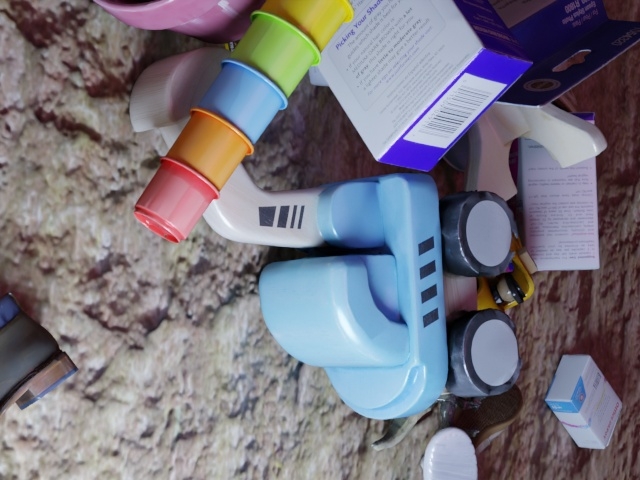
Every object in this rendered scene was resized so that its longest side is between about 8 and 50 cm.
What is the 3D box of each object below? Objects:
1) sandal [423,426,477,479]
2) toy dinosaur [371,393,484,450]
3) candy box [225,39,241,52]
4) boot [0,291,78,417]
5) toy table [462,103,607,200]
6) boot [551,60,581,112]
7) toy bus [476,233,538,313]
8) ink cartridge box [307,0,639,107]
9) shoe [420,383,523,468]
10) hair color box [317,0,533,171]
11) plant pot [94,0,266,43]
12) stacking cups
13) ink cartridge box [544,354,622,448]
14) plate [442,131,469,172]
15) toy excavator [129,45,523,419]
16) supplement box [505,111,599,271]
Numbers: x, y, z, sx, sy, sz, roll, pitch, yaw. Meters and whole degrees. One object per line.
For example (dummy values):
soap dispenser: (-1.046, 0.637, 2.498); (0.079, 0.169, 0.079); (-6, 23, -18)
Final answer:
sandal: (0.162, 0.346, 2.057); (0.102, 0.076, 0.265); (-19, 119, -27)
toy dinosaur: (0.157, 0.203, 2.069); (0.118, 0.064, 0.268); (35, 52, -8)
candy box: (-0.078, -0.289, 1.811); (0.027, 0.105, 0.206); (-20, 102, -48)
boot: (-0.346, 0.140, 1.515); (0.219, 0.082, 0.106); (-35, 92, -40)
toy table: (0.243, -0.150, 2.061); (0.274, 0.252, 0.161); (-31, 95, -27)
boot: (0.351, -0.258, 2.335); (0.213, 0.077, 0.165); (48, 51, -36)
toy bus: (0.235, 0.044, 2.102); (0.202, 0.104, 0.191); (65, 13, 11)
ink cartridge box: (0.204, -0.261, 1.966); (0.324, 0.330, 0.071); (-35, 124, -46)
shoe: (0.205, 0.251, 2.151); (0.076, 0.058, 0.219); (48, 40, 6)
hair color box: (0.073, -0.265, 1.800); (0.110, 0.185, 0.339); (7, 45, -50)
plant pot: (-0.139, -0.304, 1.691); (0.180, 0.201, 0.201); (32, 63, -61)
stacking cups: (-0.090, -0.142, 1.662); (0.316, 0.096, 0.096); (-55, 129, -11)
ink cartridge box: (0.397, 0.243, 2.370); (0.122, 0.052, 0.088); (51, 52, -32)
plate: (0.193, -0.186, 2.183); (0.188, 0.024, 0.188); (6, 82, -49)
toy excavator: (0.000, 0.000, 1.827); (0.445, 0.222, 0.433); (-3, 88, -41)
supplement box: (0.324, -0.066, 2.229); (0.114, 0.111, 0.220); (-3, 88, -10)
